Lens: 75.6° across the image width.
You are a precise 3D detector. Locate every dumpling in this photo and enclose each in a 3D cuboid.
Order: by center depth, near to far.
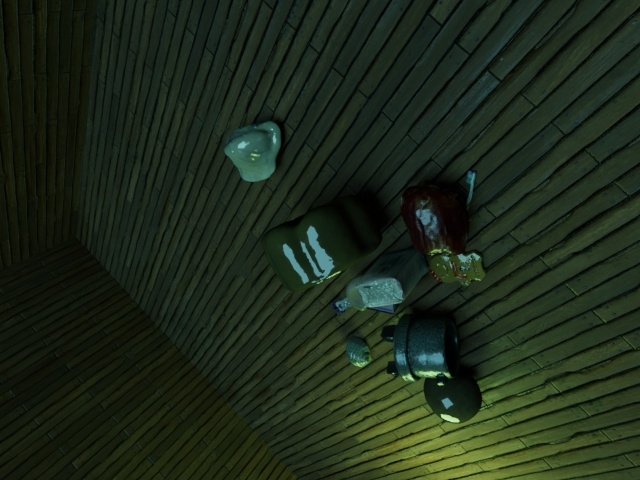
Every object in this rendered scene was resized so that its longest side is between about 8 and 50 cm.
[{"bbox_3d":[-0.296,-0.380,1.810,0.318,0.187,0.243,-15,104,38],"label":"dumpling"}]

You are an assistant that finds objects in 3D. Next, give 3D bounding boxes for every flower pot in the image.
[{"bbox_3d":[0.421,0.462,1.734,0.282,0.299,0.299,-6,112,31],"label":"flower pot"}]

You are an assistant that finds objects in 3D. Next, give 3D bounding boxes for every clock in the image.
[{"bbox_3d":[0.250,0.239,1.859,0.193,0.073,0.145,8,120,33],"label":"clock"}]

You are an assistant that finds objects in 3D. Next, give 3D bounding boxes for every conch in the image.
[{"bbox_3d":[0.185,0.568,2.097,0.153,0.102,0.135,20,112,27],"label":"conch"}]

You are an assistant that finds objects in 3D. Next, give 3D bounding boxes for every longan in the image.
[{"bbox_3d":[0.569,0.659,1.786,0.248,0.248,0.248,18,126,27],"label":"longan"}]

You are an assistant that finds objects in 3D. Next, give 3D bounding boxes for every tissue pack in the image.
[{"bbox_3d":[0.288,0.142,1.634,0.201,0.271,0.124,-21,101,42],"label":"tissue pack"}]

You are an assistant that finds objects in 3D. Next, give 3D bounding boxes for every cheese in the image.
[{"bbox_3d":[0.165,0.249,1.826,0.163,0.082,0.286,50,135,1],"label":"cheese"}]

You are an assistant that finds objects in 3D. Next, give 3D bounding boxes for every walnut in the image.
[{"bbox_3d":[0.395,-0.072,1.467,0.244,0.221,0.269,-149,47,-70],"label":"walnut"}]

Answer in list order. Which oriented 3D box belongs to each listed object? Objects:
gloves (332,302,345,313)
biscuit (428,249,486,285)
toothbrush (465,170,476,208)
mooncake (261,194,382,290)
[{"bbox_3d":[0.095,0.340,2.070,0.086,0.026,0.064,-16,108,41],"label":"gloves"},{"bbox_3d":[0.521,0.105,1.601,0.225,0.036,0.166,-5,114,39],"label":"biscuit"},{"bbox_3d":[0.518,-0.103,1.478,0.030,0.030,0.304,17,124,28],"label":"toothbrush"},{"bbox_3d":[0.000,0.000,1.639,0.467,0.467,0.262,-24,94,43],"label":"mooncake"}]
